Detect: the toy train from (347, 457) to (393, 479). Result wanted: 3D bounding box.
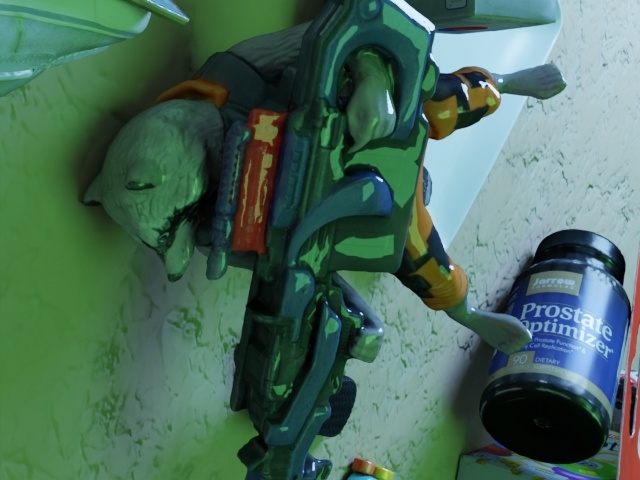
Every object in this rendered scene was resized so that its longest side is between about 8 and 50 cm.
[{"bbox_3d":[0.040,0.267,1.042,0.125,0.046,0.166,-43,136,-43],"label":"toy train"}]

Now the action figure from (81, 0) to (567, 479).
[{"bbox_3d":[0.000,0.000,0.776,0.330,0.178,0.341,9,102,-41],"label":"action figure"}]

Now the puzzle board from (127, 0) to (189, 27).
[{"bbox_3d":[-0.125,-0.150,0.583,0.011,0.096,0.128,-49,152,14],"label":"puzzle board"}]

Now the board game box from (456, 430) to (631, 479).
[{"bbox_3d":[0.260,0.290,1.308,0.275,0.142,0.144,-3,103,-58],"label":"board game box"}]

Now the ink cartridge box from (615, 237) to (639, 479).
[{"bbox_3d":[0.408,0.201,1.303,0.385,0.091,0.308,47,49,-51],"label":"ink cartridge box"}]

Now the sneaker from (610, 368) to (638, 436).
[{"bbox_3d":[0.391,0.269,1.563,0.092,0.088,0.225,-21,119,-55],"label":"sneaker"}]

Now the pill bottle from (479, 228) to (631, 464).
[{"bbox_3d":[0.235,0.097,1.201,0.123,0.122,0.219,71,31,-41],"label":"pill bottle"}]

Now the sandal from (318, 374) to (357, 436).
[{"bbox_3d":[-0.015,0.114,0.915,0.067,0.040,0.179,-66,162,-8],"label":"sandal"}]

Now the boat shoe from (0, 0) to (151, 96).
[{"bbox_3d":[-0.167,-0.101,0.563,0.227,0.079,0.081,-11,134,-61],"label":"boat shoe"}]

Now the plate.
[{"bbox_3d":[0.100,-0.174,0.974,0.278,0.045,0.277,-60,144,-24],"label":"plate"}]

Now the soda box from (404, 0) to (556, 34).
[{"bbox_3d":[0.093,-0.284,0.816,0.098,0.091,0.286,-5,95,-46],"label":"soda box"}]
